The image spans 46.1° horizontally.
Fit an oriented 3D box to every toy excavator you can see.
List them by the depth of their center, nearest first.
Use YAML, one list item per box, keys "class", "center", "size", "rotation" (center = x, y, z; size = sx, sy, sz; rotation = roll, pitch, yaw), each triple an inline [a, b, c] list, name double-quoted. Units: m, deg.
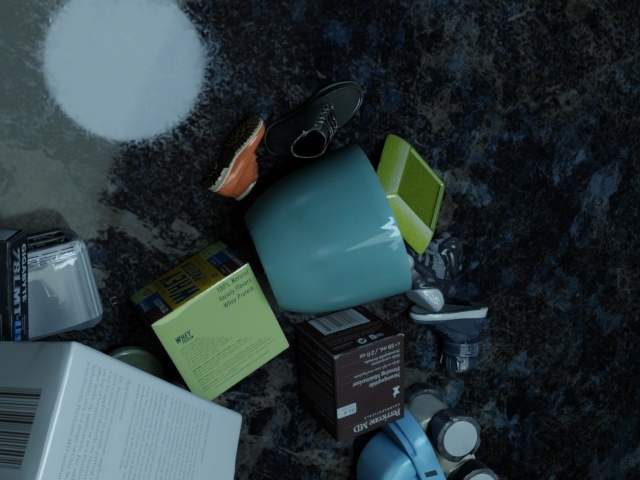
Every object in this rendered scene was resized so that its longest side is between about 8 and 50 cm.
- class: "toy excavator"
  center: [0.167, 0.604, 1.694]
  size: [0.445, 0.222, 0.432]
  rotation: [-26, 107, -12]

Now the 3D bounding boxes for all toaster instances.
- class: "toaster"
  center: [-0.446, 0.073, 1.198]
  size: [0.227, 0.129, 0.146]
  rotation: [-14, 112, -24]

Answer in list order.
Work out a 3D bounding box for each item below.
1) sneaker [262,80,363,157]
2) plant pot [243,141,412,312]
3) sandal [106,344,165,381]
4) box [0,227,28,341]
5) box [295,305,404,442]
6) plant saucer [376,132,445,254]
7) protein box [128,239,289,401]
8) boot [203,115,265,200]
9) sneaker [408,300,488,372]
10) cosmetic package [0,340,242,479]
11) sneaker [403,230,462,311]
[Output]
- class: "sneaker"
  center: [0.012, -0.215, 1.385]
  size: [0.222, 0.118, 0.083]
  rotation: [-36, 122, -16]
- class: "plant pot"
  center: [0.000, 0.000, 1.363]
  size: [0.235, 0.293, 0.293]
  rotation: [-22, 118, -5]
- class: "sandal"
  center: [-0.327, 0.326, 1.385]
  size: [0.120, 0.086, 0.302]
  rotation: [-18, 115, -26]
- class: "box"
  center: [-0.579, 0.119, 1.087]
  size: [0.294, 0.073, 0.295]
  rotation: [5, 105, 1]
- class: "box"
  center: [0.061, 0.269, 1.556]
  size: [0.169, 0.167, 0.203]
  rotation: [-15, 114, -27]
- class: "plant saucer"
  center: [0.188, -0.099, 1.518]
  size: [0.188, 0.045, 0.188]
  rotation: [43, 49, -32]
- class: "protein box"
  center: [-0.201, 0.148, 1.370]
  size: [0.200, 0.136, 0.201]
  rotation: [-33, 122, -17]
- class: "boot"
  center: [-0.137, -0.146, 1.359]
  size: [0.085, 0.059, 0.158]
  rotation: [28, 99, -39]
- class: "sneaker"
  center: [0.287, 0.226, 1.730]
  size: [0.226, 0.086, 0.163]
  rotation: [4, 102, -34]
- class: "cosmetic package"
  center: [-0.309, 0.322, 1.134]
  size: [0.453, 0.162, 0.230]
  rotation: [46, 47, -55]
- class: "sneaker"
  center: [0.209, 0.021, 1.609]
  size: [0.153, 0.101, 0.268]
  rotation: [-52, 123, -16]
